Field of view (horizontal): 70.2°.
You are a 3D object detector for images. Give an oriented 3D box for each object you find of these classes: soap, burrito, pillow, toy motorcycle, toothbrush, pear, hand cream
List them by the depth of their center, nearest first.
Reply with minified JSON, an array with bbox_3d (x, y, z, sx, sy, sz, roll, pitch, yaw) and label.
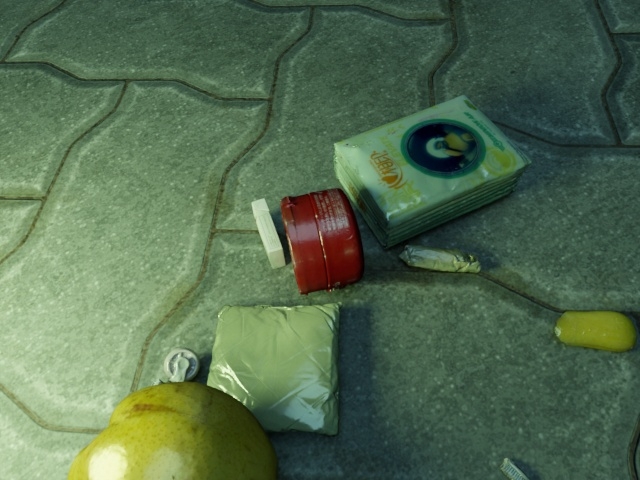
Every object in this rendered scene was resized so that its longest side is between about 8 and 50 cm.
[{"bbox_3d":[-0.229,0.384,0.737,0.314,0.314,0.314,-2,59,3],"label":"pear"},{"bbox_3d":[0.436,0.500,0.787,0.026,0.024,0.288,-40,64,-18],"label":"toothbrush"},{"bbox_3d":[-0.318,0.338,0.908,0.112,0.112,0.254,23,64,17],"label":"toy motorcycle"},{"bbox_3d":[-0.094,0.259,0.944,0.281,0.076,0.274,-3,56,9],"label":"pillow"},{"bbox_3d":[0.577,0.186,0.962,0.169,0.033,0.089,6,57,8],"label":"soap"},{"bbox_3d":[0.000,0.000,1.008,0.149,0.230,0.230,-15,59,-6],"label":"hand cream"},{"bbox_3d":[0.279,0.041,1.066,0.188,0.045,0.058,6,52,10],"label":"burrito"}]

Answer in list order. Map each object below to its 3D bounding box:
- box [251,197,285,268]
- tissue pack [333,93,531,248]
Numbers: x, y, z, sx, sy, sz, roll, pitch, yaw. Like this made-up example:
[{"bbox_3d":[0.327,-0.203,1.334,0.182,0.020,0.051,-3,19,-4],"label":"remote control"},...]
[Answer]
[{"bbox_3d":[-0.127,-0.016,1.107,0.040,0.084,0.154,-18,60,-6],"label":"box"},{"bbox_3d":[0.265,-0.180,1.136,0.388,0.162,0.287,-23,57,-10],"label":"tissue pack"}]
